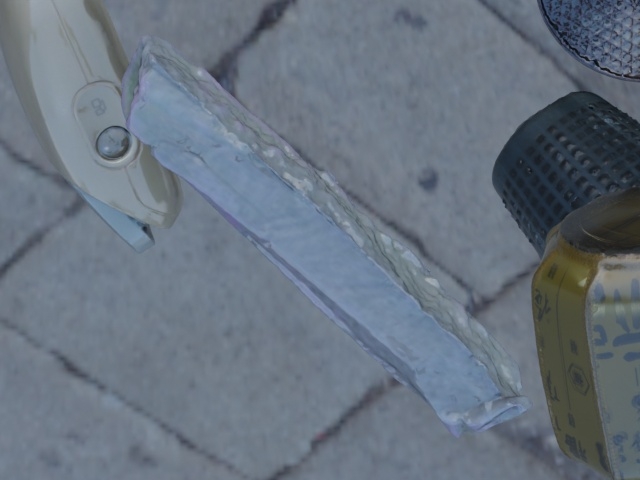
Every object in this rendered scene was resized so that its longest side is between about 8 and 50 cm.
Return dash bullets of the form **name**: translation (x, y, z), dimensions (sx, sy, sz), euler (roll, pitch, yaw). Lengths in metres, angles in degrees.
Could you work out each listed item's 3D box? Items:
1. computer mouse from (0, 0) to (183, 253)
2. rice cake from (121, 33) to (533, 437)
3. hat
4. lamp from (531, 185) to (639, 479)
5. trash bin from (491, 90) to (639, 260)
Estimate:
- **computer mouse**: translation (-0.167, -0.105, 1.229), dimensions (0.082, 0.145, 0.236), euler (-23, 122, -6)
- **rice cake**: translation (0.000, 0.000, 0.898), dimensions (0.270, 0.049, 0.055), euler (41, 116, -6)
- **hat**: translation (0.314, -0.258, 1.755), dimensions (0.193, 0.082, 0.193), euler (15, 129, 19)
- **lamp**: translation (0.225, 0.067, 1.196), dimensions (0.161, 0.161, 0.185), euler (-10, 114, 1)
- **trash bin**: translation (0.237, -0.036, 1.490), dimensions (0.175, 0.161, 0.175), euler (-29, 151, -18)
